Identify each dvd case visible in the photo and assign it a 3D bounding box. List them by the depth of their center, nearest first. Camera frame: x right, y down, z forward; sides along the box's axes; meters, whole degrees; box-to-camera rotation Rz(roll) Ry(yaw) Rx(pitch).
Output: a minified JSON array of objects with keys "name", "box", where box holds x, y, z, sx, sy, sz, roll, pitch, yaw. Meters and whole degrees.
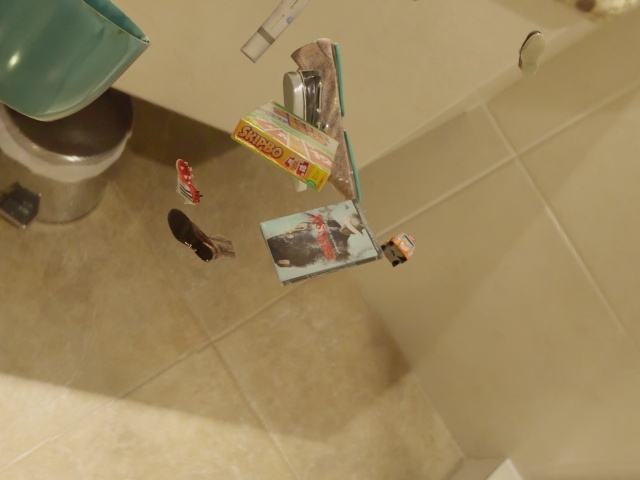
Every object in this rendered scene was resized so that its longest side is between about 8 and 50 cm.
[{"name":"dvd case","box":[0.000,0.000,0.722,0.119,0.013,0.087,-13,54,-12]}]

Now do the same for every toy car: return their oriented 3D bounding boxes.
[{"name":"toy car","box":[0.079,-0.018,0.844,0.040,0.060,0.122,-39,72,-17]}]

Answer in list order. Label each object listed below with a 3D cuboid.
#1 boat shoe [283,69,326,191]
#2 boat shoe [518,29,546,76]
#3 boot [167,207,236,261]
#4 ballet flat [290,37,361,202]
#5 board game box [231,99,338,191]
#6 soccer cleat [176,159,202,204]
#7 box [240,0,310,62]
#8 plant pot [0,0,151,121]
[{"name":"boat shoe","box":[-0.022,-0.187,1.118,0.070,0.219,0.078,-11,34,-17]},{"name":"boat shoe","box":[0.435,-0.394,1.332,0.049,0.137,0.043,-8,69,9]},{"name":"boot","box":[-0.186,-0.008,1.031,0.106,0.037,0.114,51,13,6]},{"name":"ballet flat","box":[0.003,-0.209,1.200,0.106,0.107,0.316,-10,100,-1]},{"name":"board game box","box":[-0.038,-0.138,0.876,0.124,0.259,0.039,32,105,-6]},{"name":"soccer cleat","box":[-0.219,-0.092,1.033,0.029,0.036,0.083,-71,150,-46]},{"name":"box","box":[-0.056,-0.407,1.131,0.038,0.186,0.145,40,26,-15]},{"name":"plant pot","box":[-0.495,-0.360,1.153,0.293,0.293,0.235,40,101,-11]}]
